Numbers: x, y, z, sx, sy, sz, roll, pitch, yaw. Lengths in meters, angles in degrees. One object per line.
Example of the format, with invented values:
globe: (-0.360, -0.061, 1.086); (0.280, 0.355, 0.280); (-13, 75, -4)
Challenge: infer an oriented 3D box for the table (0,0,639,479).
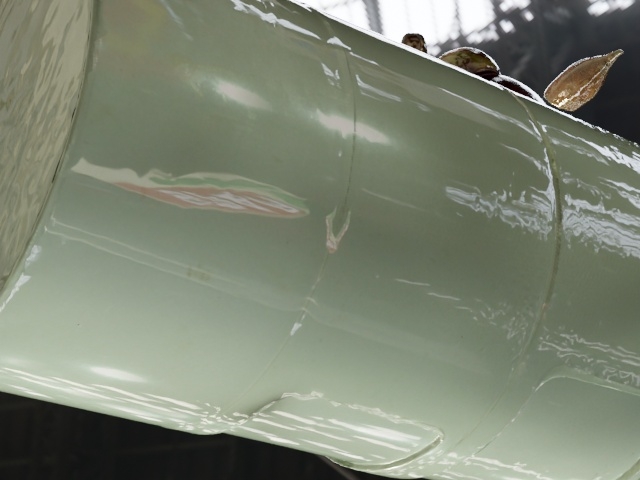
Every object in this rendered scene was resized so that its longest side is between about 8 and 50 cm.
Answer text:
table: (0.000, 0.000, 0.420); (0.126, 0.220, 0.126); (-29, -128, 45)

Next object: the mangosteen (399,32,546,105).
mangosteen: (0.077, -0.060, 0.874); (0.140, 0.140, 0.140); (-23, -134, 26)

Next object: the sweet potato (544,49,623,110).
sweet potato: (0.319, -0.195, 1.731); (0.117, 0.049, 0.049); (-39, -144, 43)
